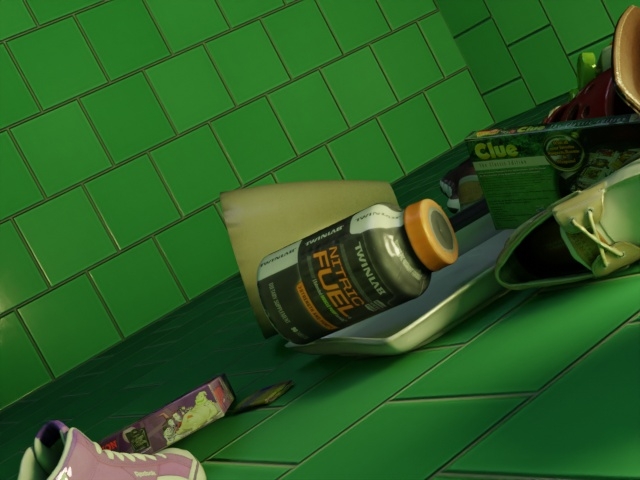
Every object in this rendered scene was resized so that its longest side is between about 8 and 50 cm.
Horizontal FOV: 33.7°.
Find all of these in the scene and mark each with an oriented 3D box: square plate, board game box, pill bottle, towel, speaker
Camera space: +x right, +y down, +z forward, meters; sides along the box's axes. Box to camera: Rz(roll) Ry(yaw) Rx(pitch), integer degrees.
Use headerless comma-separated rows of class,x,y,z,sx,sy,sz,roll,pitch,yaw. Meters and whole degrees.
square plate,0.155,0.070,1.434,0.347,0.049,0.344,-30,5,-23
board game box,0.305,-0.079,1.268,0.260,0.136,0.030,-1,33,42
pill bottle,0.050,0.033,1.342,0.246,0.130,0.130,-26,5,27
towel,-0.078,0.213,1.445,0.083,0.009,0.060,-24,7,44
board game box,-0.215,0.245,1.381,0.208,0.056,0.347,-24,-4,-5
speaker,0.213,-0.021,1.457,0.136,0.055,0.055,-29,5,-17

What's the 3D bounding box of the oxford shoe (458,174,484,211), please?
oxford shoe,0.406,-0.135,1.734,0.449,0.130,0.169,-28,2,-22

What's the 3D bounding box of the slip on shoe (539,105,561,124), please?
slip on shoe,0.438,-0.171,2.018,0.101,0.123,0.331,-29,8,33

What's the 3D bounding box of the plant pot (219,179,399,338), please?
plant pot,0.000,0.000,1.760,0.274,0.256,0.256,-18,5,-1

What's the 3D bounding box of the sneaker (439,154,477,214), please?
sneaker,0.308,-0.132,1.993,0.281,0.106,0.162,-85,20,-74

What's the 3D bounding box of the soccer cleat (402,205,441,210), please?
soccer cleat,0.176,-0.025,1.944,0.121,0.093,0.289,-45,2,3

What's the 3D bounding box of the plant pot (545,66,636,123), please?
plant pot,0.390,-0.126,1.368,0.191,0.191,0.174,-31,3,-29

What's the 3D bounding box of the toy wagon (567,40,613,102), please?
toy wagon,0.494,-0.207,1.519,0.267,0.068,0.344,-1,-16,6

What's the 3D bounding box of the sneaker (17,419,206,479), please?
sneaker,-0.212,0.237,1.083,0.102,0.161,0.282,-28,4,14

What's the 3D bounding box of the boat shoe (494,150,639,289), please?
boat shoe,0.308,-0.009,1.146,0.103,0.113,0.302,-35,-1,-35

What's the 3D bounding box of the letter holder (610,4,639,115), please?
letter holder,0.452,-0.209,1.175,0.152,0.214,0.302,-48,5,33
